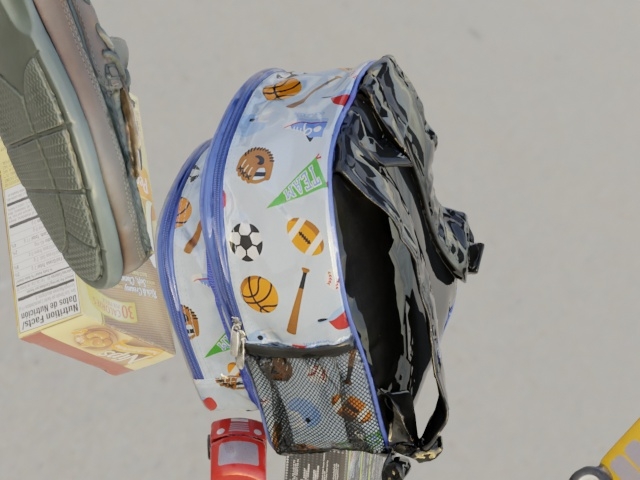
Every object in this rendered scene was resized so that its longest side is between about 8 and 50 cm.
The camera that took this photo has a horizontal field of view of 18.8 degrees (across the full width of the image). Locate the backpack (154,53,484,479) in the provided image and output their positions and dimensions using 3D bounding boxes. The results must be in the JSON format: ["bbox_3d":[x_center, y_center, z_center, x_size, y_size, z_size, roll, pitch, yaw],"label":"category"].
[{"bbox_3d":[0.000,0.000,1.439,0.213,0.263,0.276,0,36,12],"label":"backpack"}]

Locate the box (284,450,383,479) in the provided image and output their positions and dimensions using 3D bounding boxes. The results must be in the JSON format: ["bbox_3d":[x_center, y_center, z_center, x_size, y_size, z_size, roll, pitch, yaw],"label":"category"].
[{"bbox_3d":[0.012,0.256,1.854,0.060,0.270,0.216,9,24,11],"label":"box"}]

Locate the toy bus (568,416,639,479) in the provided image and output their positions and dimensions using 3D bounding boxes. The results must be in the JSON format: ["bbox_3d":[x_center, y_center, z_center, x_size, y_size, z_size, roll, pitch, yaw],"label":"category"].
[{"bbox_3d":[0.381,0.196,1.867,0.130,0.333,0.108,46,8,35],"label":"toy bus"}]

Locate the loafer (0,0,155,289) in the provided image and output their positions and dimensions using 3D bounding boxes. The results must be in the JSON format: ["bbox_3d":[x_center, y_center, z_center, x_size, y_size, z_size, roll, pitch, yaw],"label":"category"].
[{"bbox_3d":[-0.133,-0.109,1.000,0.084,0.096,0.267,-28,105,-28],"label":"loafer"}]

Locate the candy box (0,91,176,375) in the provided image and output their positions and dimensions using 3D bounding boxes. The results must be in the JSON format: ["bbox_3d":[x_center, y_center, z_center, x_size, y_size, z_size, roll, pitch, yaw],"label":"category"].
[{"bbox_3d":[-0.253,-0.032,2.043,0.183,0.087,0.316,30,44,-58],"label":"candy box"}]

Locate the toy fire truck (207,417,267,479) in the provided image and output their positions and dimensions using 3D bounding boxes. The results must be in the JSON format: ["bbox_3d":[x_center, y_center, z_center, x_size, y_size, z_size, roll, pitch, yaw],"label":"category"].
[{"bbox_3d":[-0.063,0.246,1.460,0.047,0.192,0.135,0,33,-3],"label":"toy fire truck"}]
